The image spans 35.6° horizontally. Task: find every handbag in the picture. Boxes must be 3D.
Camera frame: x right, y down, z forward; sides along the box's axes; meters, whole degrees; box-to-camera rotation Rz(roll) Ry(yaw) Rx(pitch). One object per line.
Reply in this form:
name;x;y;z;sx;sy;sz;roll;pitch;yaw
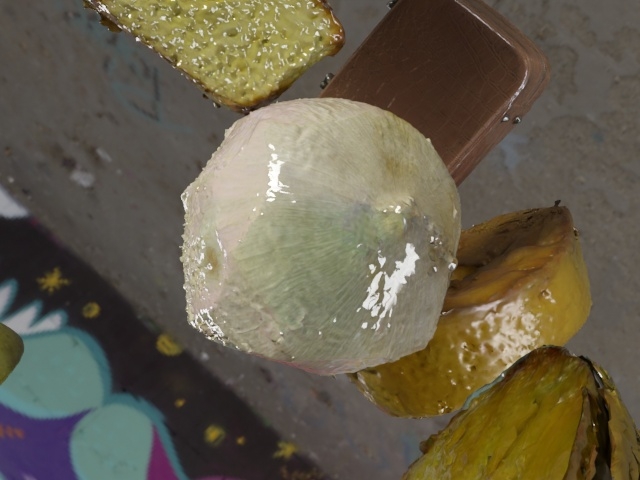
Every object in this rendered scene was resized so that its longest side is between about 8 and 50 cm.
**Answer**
handbag;0.083;-0.119;0.848;0.151;0.072;0.193;46;115;15

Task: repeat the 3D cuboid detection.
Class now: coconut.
coconut;0.002;-0.003;0.637;0.194;0.194;0.194;32;147;24

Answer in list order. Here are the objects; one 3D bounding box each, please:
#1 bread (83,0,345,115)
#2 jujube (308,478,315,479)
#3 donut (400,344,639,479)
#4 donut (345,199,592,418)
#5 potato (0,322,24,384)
bread;-0.072;-0.155;0.663;0.187;0.103;0.065;37;177;-22
jujube;-0.009;0.243;0.822;0.104;0.104;0.166;49;180;-3
donut;0.060;0.181;0.399;0.107;0.272;0.272;36;150;0
donut;0.137;0.071;0.955;0.277;0.277;0.108;-18;102;57
potato;-0.293;0.085;0.776;0.149;0.120;0.081;4;126;57
